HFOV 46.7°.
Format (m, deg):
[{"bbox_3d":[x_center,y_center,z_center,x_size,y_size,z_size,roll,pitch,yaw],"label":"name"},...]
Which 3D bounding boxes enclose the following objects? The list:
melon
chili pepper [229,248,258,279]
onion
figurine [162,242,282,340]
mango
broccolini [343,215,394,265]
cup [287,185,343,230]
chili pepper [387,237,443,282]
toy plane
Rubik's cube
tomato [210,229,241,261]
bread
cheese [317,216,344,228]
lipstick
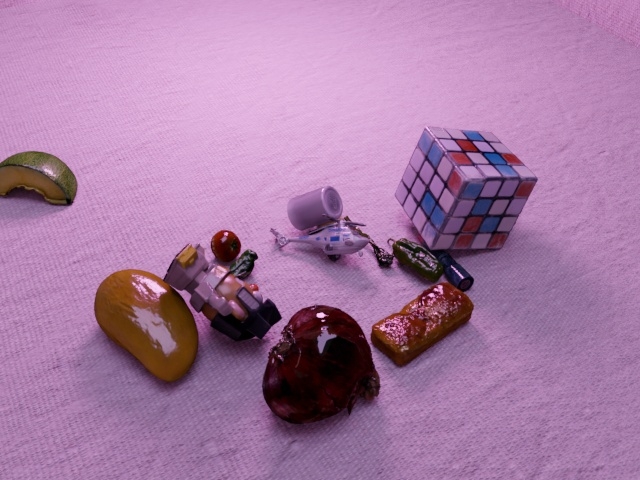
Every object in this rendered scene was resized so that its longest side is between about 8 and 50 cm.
[{"bbox_3d":[-0.843,-0.213,2.195,0.265,0.129,0.169,6,38,4],"label":"melon"},{"bbox_3d":[-0.247,0.080,1.956,0.182,0.050,0.073,-18,81,-18],"label":"chili pepper"},{"bbox_3d":[-0.009,0.280,1.635,0.281,0.281,0.221,-33,9,-34],"label":"onion"},{"bbox_3d":[-0.234,0.134,1.775,0.308,0.143,0.308,37,20,-16],"label":"figurine"},{"bbox_3d":[-0.404,0.189,1.766,0.331,0.142,0.195,36,52,22],"label":"mango"},{"bbox_3d":[0.136,-0.005,2.081,0.044,0.042,0.218,-20,52,-24],"label":"broccolini"},{"bbox_3d":[-0.009,-0.100,2.095,0.133,0.099,0.136,-18,22,36],"label":"cup"},{"bbox_3d":[0.244,0.039,2.026,0.072,0.073,0.204,-26,50,-38],"label":"chili pepper"},{"bbox_3d":[-0.004,-0.003,2.023,0.273,0.182,0.107,2,73,-1],"label":"toy plane"},{"bbox_3d":[0.400,-0.144,2.081,0.253,0.259,0.256,1,39,-28],"label":"Rubik's cube"},{"bbox_3d":[-0.261,0.015,2.011,0.075,0.087,0.087,2,34,37],"label":"tomato"},{"bbox_3d":[0.252,0.198,1.846,0.271,0.077,0.139,-27,47,-27],"label":"bread"},{"bbox_3d":[0.028,-0.054,2.153,0.083,0.030,0.044,-7,21,-5],"label":"cheese"},{"bbox_3d":[0.335,0.053,2.046,0.053,0.053,0.234,-15,40,-21],"label":"lipstick"}]
